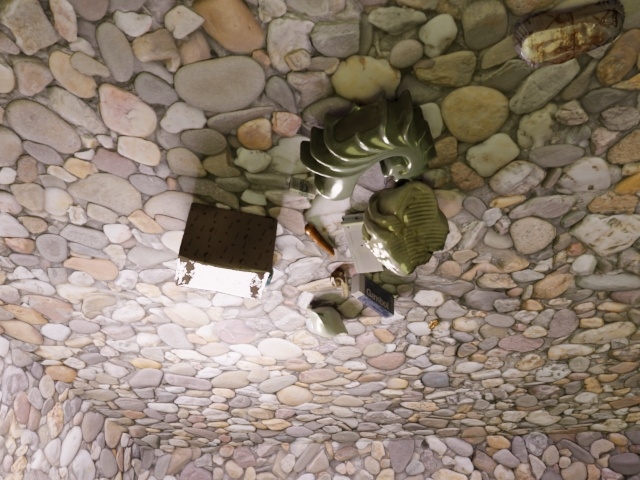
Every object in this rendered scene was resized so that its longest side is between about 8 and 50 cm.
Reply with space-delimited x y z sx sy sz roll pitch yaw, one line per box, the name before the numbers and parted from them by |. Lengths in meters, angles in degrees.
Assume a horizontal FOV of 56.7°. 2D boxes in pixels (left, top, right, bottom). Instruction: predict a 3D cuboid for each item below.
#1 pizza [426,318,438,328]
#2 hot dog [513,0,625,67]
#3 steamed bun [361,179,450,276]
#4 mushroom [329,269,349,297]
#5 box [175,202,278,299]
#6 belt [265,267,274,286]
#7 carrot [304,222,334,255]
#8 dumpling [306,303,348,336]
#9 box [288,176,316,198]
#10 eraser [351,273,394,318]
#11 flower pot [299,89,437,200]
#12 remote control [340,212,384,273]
pizza | 0.469 0.351 2.480 0.037 0.016 0.083 19 140 -9
hot dog | 0.587 -0.487 1.398 0.253 0.069 0.131 -12 130 14
steamed bun | 0.240 -0.047 1.854 0.280 0.268 0.207 50 158 -26
mushroom | 0.080 0.176 2.259 0.060 0.061 0.187 -13 143 11
box | -0.312 0.042 1.982 0.297 0.225 0.190 11 142 -9
belt | -0.322 0.105 2.169 0.302 0.087 0.072 11 144 -10
carrot | 0.000 0.000 2.065 0.037 0.037 0.190 -18 141 23
dumpling | 0.011 0.324 2.413 0.151 0.124 0.229 15 154 51
box | -0.056 -0.164 1.845 0.083 0.054 0.024 14 137 -14
eraser | 0.201 0.212 2.267 0.046 0.092 0.212 -28 130 34
flower pot | 0.122 -0.252 1.642 0.367 0.164 0.254 -16 143 20
remote control | 0.149 0.011 2.049 0.103 0.055 0.277 -7 139 12
